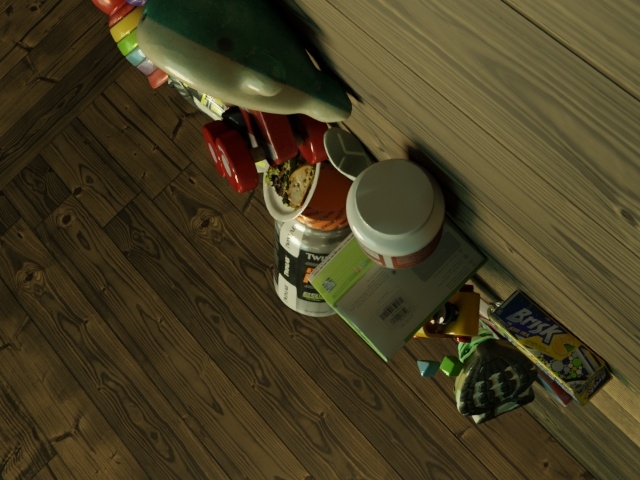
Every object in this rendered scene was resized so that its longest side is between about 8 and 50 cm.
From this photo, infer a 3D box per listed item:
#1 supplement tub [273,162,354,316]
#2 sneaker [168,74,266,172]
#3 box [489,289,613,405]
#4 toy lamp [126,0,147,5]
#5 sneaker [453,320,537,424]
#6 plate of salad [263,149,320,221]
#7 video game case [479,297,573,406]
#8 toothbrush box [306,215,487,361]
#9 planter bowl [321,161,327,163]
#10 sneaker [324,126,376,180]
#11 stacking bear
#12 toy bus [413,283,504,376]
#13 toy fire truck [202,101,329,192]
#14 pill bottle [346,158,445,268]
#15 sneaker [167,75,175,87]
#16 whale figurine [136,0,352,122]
[{"bbox_3d":[0.000,0.000,1.901,0.193,0.194,0.316,45,153,27],"label":"supplement tub"},{"bbox_3d":[-0.169,-0.301,1.869,0.147,0.145,0.384,-2,139,44],"label":"sneaker"},{"bbox_3d":[0.308,0.143,1.244,0.169,0.059,0.054,45,177,41],"label":"box"},{"bbox_3d":[-0.409,-0.555,2.005,0.080,0.080,0.275,46,178,-27],"label":"toy lamp"},{"bbox_3d":[0.299,0.228,1.743,0.182,0.158,0.410,64,-179,23],"label":"sneaker"},{"bbox_3d":[-0.063,-0.134,1.731,0.048,0.199,0.200,8,-159,-33],"label":"plate of salad"},{"bbox_3d":[0.367,0.195,1.808,0.285,0.025,0.204,46,179,-35],"label":"video game case"},{"bbox_3d":[0.106,0.044,1.415,0.122,0.206,0.283,45,178,-11],"label":"toothbrush box"},{"bbox_3d":[-0.010,-0.101,2.042,0.109,0.162,0.162,22,163,41],"label":"planter bowl"},{"bbox_3d":[0.057,-0.115,1.424,0.152,0.054,0.061,45,-178,-18],"label":"sneaker"},{"bbox_3d":[-0.435,-0.527,2.222,0.289,0.164,0.175,51,177,-16],"label":"stacking bear"},{"bbox_3d":[0.184,0.121,1.562,0.104,0.202,0.191,6,-140,-41],"label":"toy bus"},{"bbox_3d":[-0.116,-0.235,1.509,0.302,0.169,0.254,-139,28,-66],"label":"toy fire truck"},{"bbox_3d":[0.096,-0.035,1.161,0.121,0.121,0.216,45,178,10],"label":"pill bottle"},{"bbox_3d":[-0.298,-0.418,2.102,0.235,0.084,0.097,155,104,-67],"label":"sneaker"},{"bbox_3d":[-0.078,-0.231,1.100,0.272,0.141,0.216,19,-168,-27],"label":"whale figurine"}]
